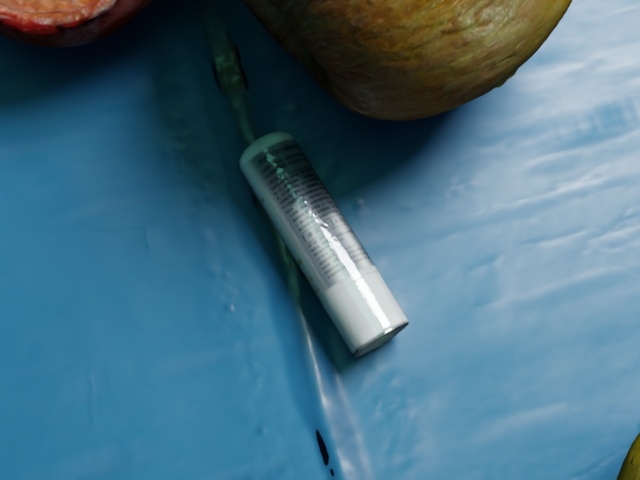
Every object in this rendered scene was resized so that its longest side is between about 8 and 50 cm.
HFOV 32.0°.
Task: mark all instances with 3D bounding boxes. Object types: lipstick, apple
[{"bbox_3d":[0.000,0.000,0.666,0.040,0.040,0.141,-30,77,-5],"label":"lipstick"},{"bbox_3d":[0.043,-0.176,0.619,0.188,0.211,0.211,-40,79,-2],"label":"apple"}]

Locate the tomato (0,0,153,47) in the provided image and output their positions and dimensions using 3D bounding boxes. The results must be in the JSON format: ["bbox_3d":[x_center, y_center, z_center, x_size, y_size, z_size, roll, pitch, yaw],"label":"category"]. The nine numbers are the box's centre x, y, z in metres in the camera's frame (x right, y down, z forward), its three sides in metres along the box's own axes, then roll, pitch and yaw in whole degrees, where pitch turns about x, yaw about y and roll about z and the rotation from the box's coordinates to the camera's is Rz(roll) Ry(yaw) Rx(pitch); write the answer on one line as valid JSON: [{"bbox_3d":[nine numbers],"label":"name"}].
[{"bbox_3d":[-0.153,-0.225,0.687,0.228,0.101,0.228,-1,85,10],"label":"tomato"}]

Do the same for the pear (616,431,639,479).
[{"bbox_3d":[0.238,0.158,0.542,0.209,0.209,0.208,0,77,1],"label":"pear"}]
